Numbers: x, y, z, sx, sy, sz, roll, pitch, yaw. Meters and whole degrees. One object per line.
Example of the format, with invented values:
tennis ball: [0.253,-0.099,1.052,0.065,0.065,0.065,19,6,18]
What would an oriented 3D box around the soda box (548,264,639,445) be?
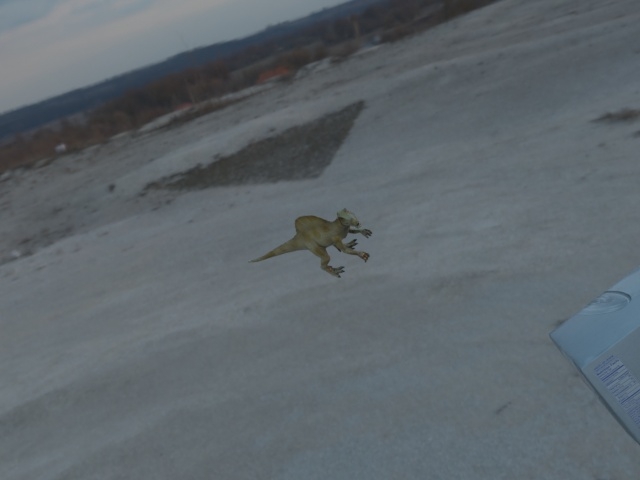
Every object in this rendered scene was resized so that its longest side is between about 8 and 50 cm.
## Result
soda box: [0.337,0.036,0.568,0.286,0.091,0.098,-40,5,9]

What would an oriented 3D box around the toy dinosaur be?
toy dinosaur: [0.000,0.000,0.852,0.183,0.092,0.053,-24,40,43]
